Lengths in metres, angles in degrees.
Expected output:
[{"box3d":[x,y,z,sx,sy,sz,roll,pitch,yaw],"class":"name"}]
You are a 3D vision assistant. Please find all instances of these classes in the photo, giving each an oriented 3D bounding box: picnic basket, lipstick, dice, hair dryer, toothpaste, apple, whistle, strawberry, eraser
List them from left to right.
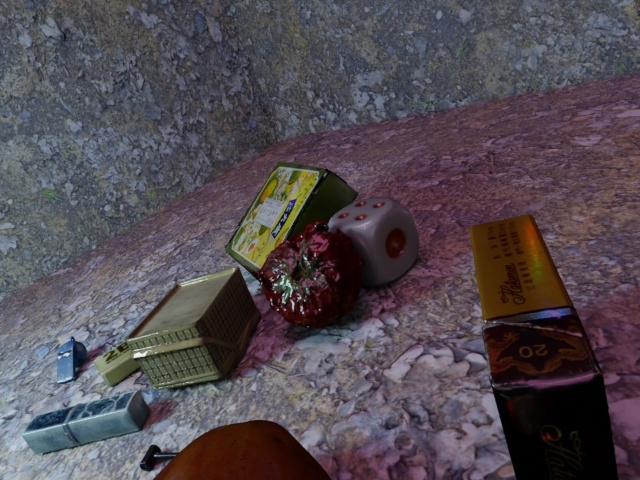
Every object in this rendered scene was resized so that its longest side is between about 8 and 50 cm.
[{"box3d":[-0.766,0.368,1.495,0.090,0.090,0.158,-20,61,4],"class":"whistle"},{"box3d":[-0.546,0.427,1.139,0.289,0.077,0.077,-15,21,10],"class":"lipstick"},{"box3d":[-0.549,0.330,1.387,0.172,0.058,0.117,-34,25,-27],"class":"eraser"},{"box3d":[-0.575,0.288,1.533,0.047,0.040,0.196,-7,26,23],"class":"toothpaste"},{"box3d":[-0.318,0.438,0.978,0.083,0.026,0.047,-7,27,15],"class":"hair dryer"},{"box3d":[-0.316,0.231,1.258,0.227,0.176,0.313,-16,19,17],"class":"picnic basket"},{"box3d":[-0.128,0.437,0.680,0.328,0.295,0.365,16,23,-9],"class":"apple"},{"box3d":[-0.014,0.097,1.231,0.273,0.220,0.275,-8,62,16],"class":"strawberry"},{"box3d":[0.141,0.001,1.331,0.193,0.194,0.191,-37,28,-31],"class":"dice"}]

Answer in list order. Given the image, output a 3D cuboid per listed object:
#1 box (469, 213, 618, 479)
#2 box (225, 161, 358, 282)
[{"box3d":[0.310,0.163,0.709,0.115,0.265,0.415,-12,24,19],"class":"box"},{"box3d":[-0.112,-0.054,1.541,0.373,0.138,0.420,-58,29,-4],"class":"box"}]
